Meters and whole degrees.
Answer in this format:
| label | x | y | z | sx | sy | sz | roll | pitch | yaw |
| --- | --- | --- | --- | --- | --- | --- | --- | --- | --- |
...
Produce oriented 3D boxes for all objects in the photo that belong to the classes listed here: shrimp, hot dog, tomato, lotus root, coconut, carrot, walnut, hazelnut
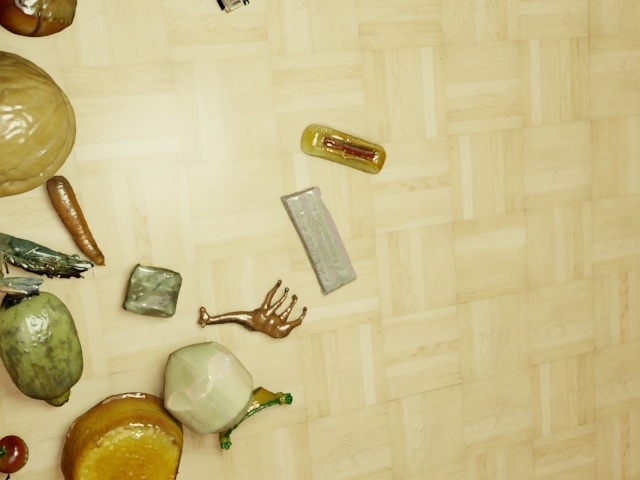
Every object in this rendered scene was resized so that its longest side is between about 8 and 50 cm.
| label | x | y | z | sx | sy | sz | roll | pitch | yaw |
| --- | --- | --- | --- | --- | --- | --- | --- | --- | --- |
| shrimp | -0.664 | 0.059 | 1.519 | 0.289 | 0.178 | 0.075 | 23 | 122 | -23 |
| hot dog | 0.069 | -0.240 | 1.798 | 0.243 | 0.073 | 0.084 | 16 | 88 | -22 |
| tomato | -0.731 | 0.507 | 1.612 | 0.087 | 0.087 | 0.075 | -47 | 148 | -8 |
| lotus root | -0.640 | 0.254 | 1.576 | 0.173 | 0.173 | 0.309 | -20 | 112 | -16 |
| coconut | -0.285 | 0.354 | 1.683 | 0.224 | 0.224 | 0.234 | -36 | 104 | -12 |
| carrot | -0.573 | -0.040 | 1.602 | 0.059 | 0.059 | 0.247 | -27 | 109 | -15 |
| walnut | -0.680 | -0.235 | 1.398 | 0.333 | 0.333 | 0.332 | -3 | 99 | -20 |
| hazelnut | -0.630 | -0.524 | 1.449 | 0.208 | 0.208 | 0.208 | -3 | 99 | -20 |

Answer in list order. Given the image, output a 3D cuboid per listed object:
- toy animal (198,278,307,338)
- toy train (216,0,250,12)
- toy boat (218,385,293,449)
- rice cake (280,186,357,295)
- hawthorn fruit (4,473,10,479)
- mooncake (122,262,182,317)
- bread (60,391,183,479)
| label | x | y | z | sx | sy | sz | roll | pitch | yaw |
| --- | --- | --- | --- | --- | --- | --- | --- | --- | --- |
| toy animal | -0.175 | 0.193 | 1.779 | 0.230 | 0.066 | 0.224 | -44 | 110 | -4 |
| toy train | -0.226 | -0.623 | 1.642 | 0.087 | 0.050 | 0.137 | -32 | 107 | -10 |
| toy boat | -0.182 | 0.457 | 1.802 | 0.230 | 0.089 | 0.088 | -34 | 94 | -16 |
| rice cake | 0.001 | -0.002 | 1.820 | 0.106 | 0.050 | 0.297 | -27 | 106 | -15 |
| hawthorn fruit | -0.800 | 0.666 | 1.542 | 0.254 | 0.254 | 0.300 | 38 | 66 | -21 |
| mooncake | -0.410 | 0.125 | 1.675 | 0.130 | 0.073 | 0.125 | 15 | 96 | -20 |
| bread | -0.473 | 0.525 | 1.661 | 0.313 | 0.172 | 0.311 | -4 | 102 | -21 |
